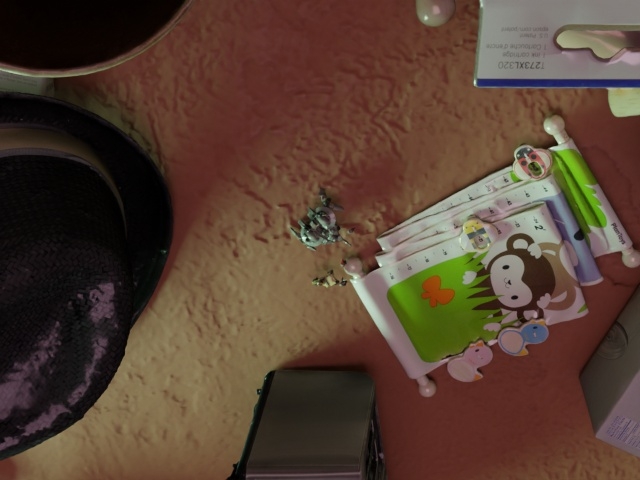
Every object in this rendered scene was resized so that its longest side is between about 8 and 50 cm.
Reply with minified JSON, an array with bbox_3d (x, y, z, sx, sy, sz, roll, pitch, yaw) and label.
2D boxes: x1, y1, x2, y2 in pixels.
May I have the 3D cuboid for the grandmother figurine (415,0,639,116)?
[{"bbox_3d":[0.133,-0.237,0.866,0.342,0.104,0.208,44,83,-13],"label":"grandmother figurine"}]

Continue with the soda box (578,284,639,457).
[{"bbox_3d":[0.317,0.041,0.981,0.091,0.098,0.286,24,115,-7],"label":"soda box"}]

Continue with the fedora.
[{"bbox_3d":[-0.248,0.059,0.935,0.334,0.152,0.334,-14,128,-18],"label":"fedora"}]

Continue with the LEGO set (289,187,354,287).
[{"bbox_3d":[0.002,0.001,1.013,0.054,0.023,0.083,-18,98,25],"label":"LEGO set"}]

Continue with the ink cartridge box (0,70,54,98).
[{"bbox_3d":[-0.277,-0.148,0.965,0.145,0.045,0.179,12,104,-2],"label":"ink cartridge box"}]

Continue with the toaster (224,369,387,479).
[{"bbox_3d":[-0.004,0.217,1.037,0.110,0.185,0.168,-5,115,10],"label":"toaster"}]

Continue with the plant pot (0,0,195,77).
[{"bbox_3d":[-0.157,-0.242,0.799,0.215,0.230,0.215,1,115,2],"label":"plant pot"}]

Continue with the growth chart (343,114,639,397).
[{"bbox_3d":[0.141,0.024,1.026,0.237,0.021,0.172,-33,109,19],"label":"growth chart"}]

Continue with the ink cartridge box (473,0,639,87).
[{"bbox_3d":[0.188,-0.270,0.749,0.176,0.069,0.371,0,120,-2],"label":"ink cartridge box"}]
